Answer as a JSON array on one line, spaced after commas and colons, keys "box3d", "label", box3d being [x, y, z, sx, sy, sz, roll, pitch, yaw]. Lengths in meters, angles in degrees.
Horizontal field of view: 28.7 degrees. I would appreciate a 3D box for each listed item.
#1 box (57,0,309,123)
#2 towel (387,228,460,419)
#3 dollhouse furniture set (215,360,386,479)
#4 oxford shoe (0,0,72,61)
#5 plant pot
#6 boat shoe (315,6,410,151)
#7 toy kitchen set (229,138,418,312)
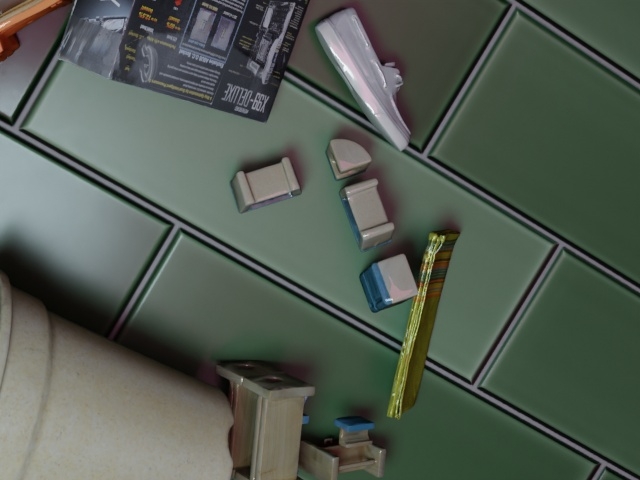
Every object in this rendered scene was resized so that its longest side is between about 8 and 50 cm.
[{"box3d": [-0.121, -0.269, 1.341, 0.076, 0.307, 0.242, 24, 98, 27], "label": "box"}, {"box3d": [0.131, 0.102, 1.557, 0.021, 0.102, 0.237, 16, 99, 21], "label": "towel"}, {"box3d": [-0.027, 0.223, 1.548, 0.184, 0.129, 0.129, -1, 101, -36], "label": "dollhouse furniture set"}, {"box3d": [-0.323, -0.307, 1.371, 0.364, 0.130, 0.133, -38, 99, -2], "label": "oxford shoe"}, {"box3d": [-0.278, 0.233, 1.407, 0.305, 0.334, 0.334, 20, 96, -26], "label": "plant pot"}, {"box3d": [0.065, -0.196, 1.506, 0.063, 0.066, 0.184, -34, 96, -3], "label": "boat shoe"}, {"box3d": [0.000, 0.000, 1.518, 0.166, 0.122, 0.207, -19, 84, -7], "label": "toy kitchen set"}]
